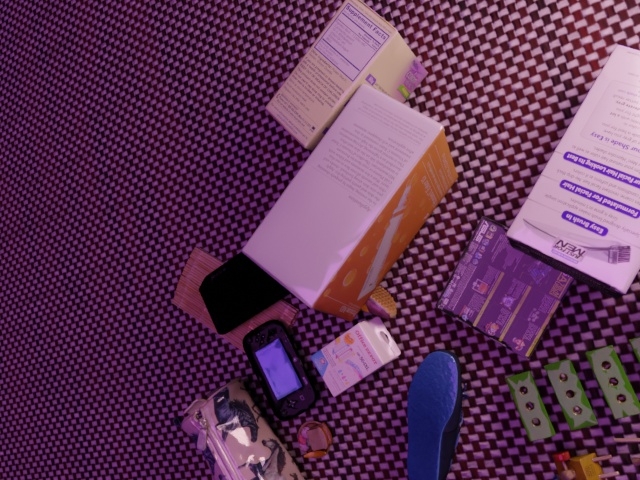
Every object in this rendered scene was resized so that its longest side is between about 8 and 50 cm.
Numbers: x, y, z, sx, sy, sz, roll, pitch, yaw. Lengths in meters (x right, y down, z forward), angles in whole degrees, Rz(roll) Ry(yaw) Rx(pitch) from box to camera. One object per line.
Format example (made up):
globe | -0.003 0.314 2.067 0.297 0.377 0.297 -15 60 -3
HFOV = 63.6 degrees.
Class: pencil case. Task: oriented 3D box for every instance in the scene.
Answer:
pencil case | -0.129 0.488 1.039 0.160 0.183 0.410 -41 73 18

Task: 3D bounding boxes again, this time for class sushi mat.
sushi mat | -0.201 0.148 1.173 0.316 0.019 0.152 29 100 23

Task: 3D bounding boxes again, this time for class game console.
game console | -0.111 0.193 1.096 0.213 0.044 0.362 -34 75 19

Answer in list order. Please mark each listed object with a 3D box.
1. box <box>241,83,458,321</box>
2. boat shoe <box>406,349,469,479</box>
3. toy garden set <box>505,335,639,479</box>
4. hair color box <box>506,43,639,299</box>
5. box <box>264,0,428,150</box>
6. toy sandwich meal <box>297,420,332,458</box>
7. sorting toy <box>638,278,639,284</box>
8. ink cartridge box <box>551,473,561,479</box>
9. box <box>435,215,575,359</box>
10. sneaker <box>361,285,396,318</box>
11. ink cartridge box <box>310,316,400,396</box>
box | 0.063 -0.053 0.906 0.168 0.215 0.345 37 91 25
boat shoe | 0.207 0.319 0.940 0.108 0.089 0.259 19 102 38
toy garden set | 0.459 0.284 0.833 0.244 0.049 0.204 -25 70 21
hair color box | 0.457 -0.102 0.794 0.185 0.110 0.339 31 92 27
box | 0.055 -0.279 0.958 0.117 0.213 0.243 47 107 19
toy sandwich meal | -0.014 0.414 1.069 0.085 0.029 0.086 -1 88 26
sorting toy | 0.650 0.090 0.729 0.257 0.089 0.256 -38 73 20
ink cartridge box | 0.398 0.447 0.871 0.048 0.028 0.083 32 101 24
box | 0.327 0.080 0.910 0.184 0.045 0.191 28 99 21
sneaker | 0.066 0.115 1.027 0.185 0.069 0.084 35 112 29
ink cartridge box | 0.073 0.220 1.001 0.143 0.090 0.092 -39 73 20
